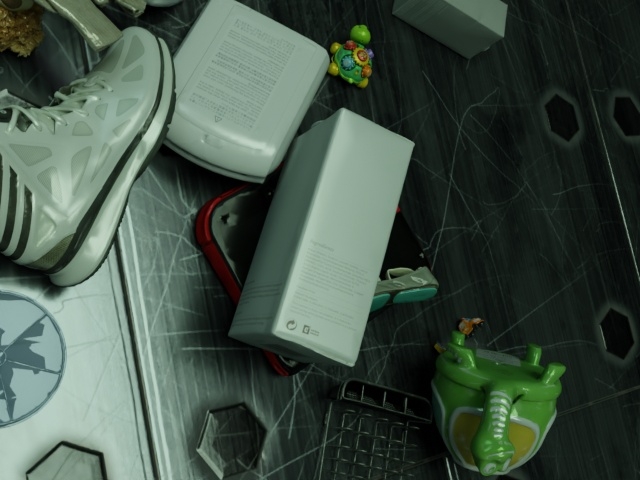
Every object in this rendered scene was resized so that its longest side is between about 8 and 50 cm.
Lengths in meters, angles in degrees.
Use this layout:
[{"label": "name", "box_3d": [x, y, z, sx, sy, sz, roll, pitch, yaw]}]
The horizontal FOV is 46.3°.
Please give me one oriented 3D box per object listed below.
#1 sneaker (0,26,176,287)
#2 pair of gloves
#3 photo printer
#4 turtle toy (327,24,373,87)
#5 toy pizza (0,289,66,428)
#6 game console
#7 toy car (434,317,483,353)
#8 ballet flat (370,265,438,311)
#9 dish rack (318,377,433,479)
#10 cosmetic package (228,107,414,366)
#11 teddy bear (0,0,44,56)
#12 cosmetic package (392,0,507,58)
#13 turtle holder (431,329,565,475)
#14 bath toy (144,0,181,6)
[{"label": "sneaker", "box_3d": [-0.383, -0.180, 1.112, 0.257, 0.169, 0.448, 38, 60, -47]}, {"label": "pair of gloves", "box_3d": [-0.377, -0.403, 1.168, 0.204, 0.042, 0.240, 42, 33, -20]}, {"label": "photo printer", "box_3d": [-0.150, -0.260, 1.332, 0.256, 0.107, 0.308, 26, 64, -5]}, {"label": "turtle toy", "box_3d": [0.072, -0.385, 1.555, 0.095, 0.066, 0.130, 17, 69, -27]}, {"label": "toy pizza", "box_3d": [-0.475, 0.172, 1.092, 0.201, 0.032, 0.201, 9, 73, -31]}, {"label": "game console", "box_3d": [-0.005, 0.011, 1.392, 0.386, 0.060, 0.342, -32, 97, -26]}, {"label": "toy car", "box_3d": [0.284, 0.190, 1.548, 0.122, 0.060, 0.040, -21, 57, -40]}, {"label": "ballet flat", "box_3d": [0.119, 0.089, 1.381, 0.213, 0.072, 0.068, -9, 59, -28]}, {"label": "dish rack", "box_3d": [0.091, 0.403, 1.359, 0.208, 0.074, 0.272, 20, 68, -26]}, {"label": "cosmetic package", "box_3d": [0.000, 0.000, 1.245, 0.156, 0.217, 0.385, 24, 74, -21]}, {"label": "teddy bear", "box_3d": [-0.479, -0.466, 1.179, 0.245, 0.113, 0.338, 58, 40, -50]}, {"label": "cosmetic package", "box_3d": [0.294, -0.522, 1.694, 0.237, 0.127, 0.107, 20, 67, -28]}, {"label": "turtle holder", "box_3d": [0.334, 0.316, 1.395, 0.243, 0.320, 0.228, 8, 96, -19]}, {"label": "bath toy", "box_3d": [-0.294, -0.581, 1.350, 0.129, 0.151, 0.348, 6, 71, -67]}]
